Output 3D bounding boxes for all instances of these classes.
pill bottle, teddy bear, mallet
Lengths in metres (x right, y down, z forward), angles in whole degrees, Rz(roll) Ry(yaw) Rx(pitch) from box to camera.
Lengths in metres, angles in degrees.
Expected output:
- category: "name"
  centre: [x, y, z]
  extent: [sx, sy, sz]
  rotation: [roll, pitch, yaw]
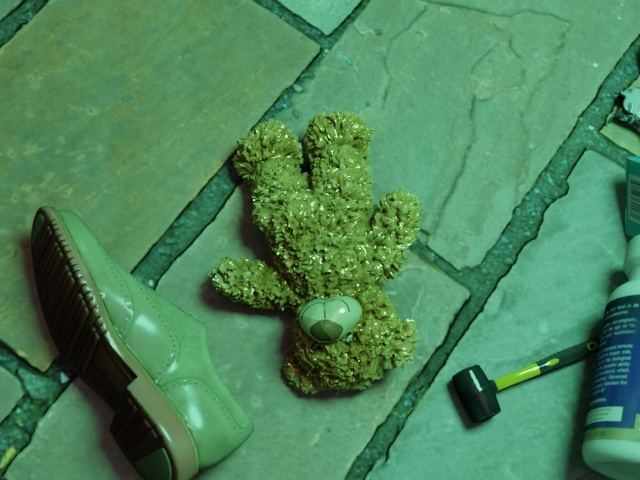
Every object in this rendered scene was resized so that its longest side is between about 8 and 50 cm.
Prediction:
- category: "pill bottle"
  centre: [0.384, 0.132, 1.019]
  extent: [0.153, 0.153, 0.264]
  rotation: [15, 70, 0]
- category: "teddy bear"
  centre: [0.000, 0.000, 1.051]
  extent: [0.245, 0.113, 0.337]
  rotation: [7, 70, -1]
- category: "mallet"
  centre: [0.246, 0.159, 1.061]
  extent: [0.190, 0.039, 0.062]
  rotation: [-12, 73, -14]

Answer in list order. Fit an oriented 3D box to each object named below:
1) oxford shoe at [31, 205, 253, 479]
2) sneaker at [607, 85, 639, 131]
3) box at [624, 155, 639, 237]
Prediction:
- category: "oxford shoe"
  centre: [-0.203, 0.102, 1.012]
  extent: [0.130, 0.123, 0.348]
  rotation: [-20, 71, -39]
- category: "sneaker"
  centre: [0.403, -0.152, 1.183]
  extent: [0.069, 0.038, 0.098]
  rotation: [-7, 62, -6]
- category: "box"
  centre: [0.498, -0.060, 1.123]
  extent: [0.244, 0.060, 0.100]
  rotation: [-6, 105, -7]
